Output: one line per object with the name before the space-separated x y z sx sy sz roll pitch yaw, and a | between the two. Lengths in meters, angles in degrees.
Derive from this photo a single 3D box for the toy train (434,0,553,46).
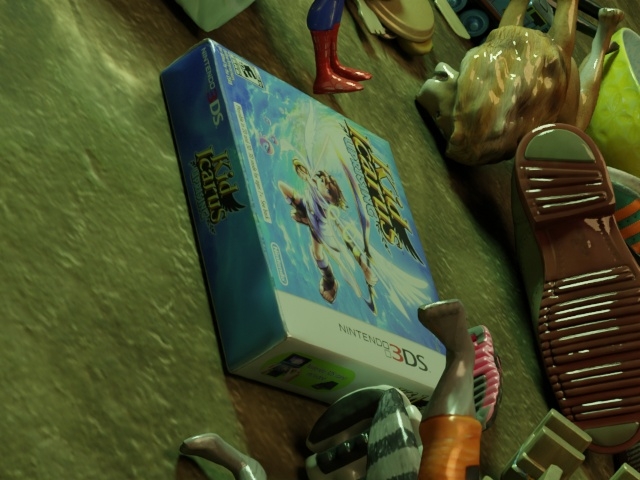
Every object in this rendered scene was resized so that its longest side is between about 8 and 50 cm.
toy train | 0.224 -0.315 1.686 0.184 0.105 0.080 42 30 -30

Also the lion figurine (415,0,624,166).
lion figurine | 0.265 -0.180 1.529 0.392 0.142 0.240 14 88 -56

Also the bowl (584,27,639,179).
bowl | 0.431 -0.133 1.792 0.289 0.156 0.289 42 30 -32

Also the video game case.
video game case | 0.000 0.000 1.013 0.244 0.061 0.269 26 41 -49

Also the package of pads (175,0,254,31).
package of pads | -0.146 -0.352 1.092 0.296 0.101 0.229 46 29 -25

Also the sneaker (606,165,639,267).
sneaker | 0.376 -0.013 1.623 0.302 0.121 0.108 23 -5 -21

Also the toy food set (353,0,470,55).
toy food set | 0.080 -0.267 1.474 0.192 0.038 0.132 -6 61 -50

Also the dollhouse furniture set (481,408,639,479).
dollhouse furniture set | 0.204 0.294 1.017 0.242 0.161 0.212 37 25 8

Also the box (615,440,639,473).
box | 0.423 0.234 1.409 0.191 0.143 0.381 43 28 -27

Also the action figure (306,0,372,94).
action figure | 0.046 -0.283 1.173 0.091 0.139 0.280 -66 149 -71

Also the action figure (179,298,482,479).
action figure | 0.101 0.204 0.699 0.330 0.341 0.178 68 12 21

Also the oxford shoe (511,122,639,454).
oxford shoe | 0.276 0.056 1.367 0.130 0.123 0.348 93 -9 -73

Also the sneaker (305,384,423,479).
sneaker | 0.078 0.241 0.851 0.118 0.110 0.292 41 31 -52

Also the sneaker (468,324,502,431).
sneaker | 0.148 0.131 1.153 0.057 0.047 0.119 56 25 -31

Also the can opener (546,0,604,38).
can opener | 0.326 -0.325 1.749 0.186 0.059 0.073 31 7 -28
